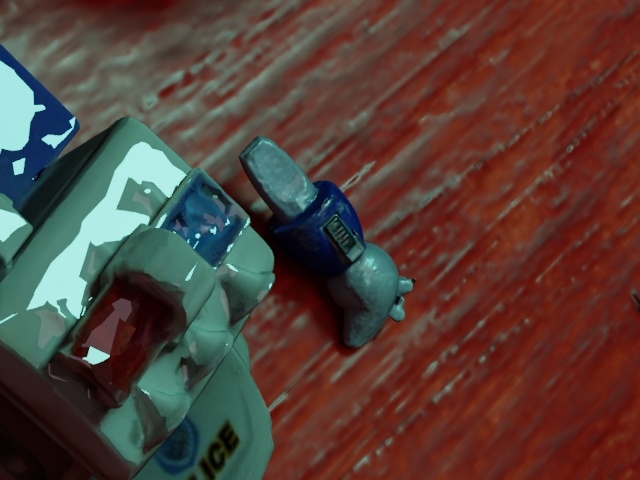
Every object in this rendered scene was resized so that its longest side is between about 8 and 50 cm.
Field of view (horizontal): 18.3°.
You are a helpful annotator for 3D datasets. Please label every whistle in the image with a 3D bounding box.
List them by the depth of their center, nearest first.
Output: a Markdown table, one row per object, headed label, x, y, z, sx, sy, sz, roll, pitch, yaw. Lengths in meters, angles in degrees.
| label | x | y | z | sx | sy | sz | roll | pitch | yaw |
| --- | --- | --- | --- | --- | --- | --- | --- | --- | --- |
| whistle | 0.000 | 0.000 | 0.667 | 0.033 | 0.029 | 0.083 | -48 | 112 | -21 |

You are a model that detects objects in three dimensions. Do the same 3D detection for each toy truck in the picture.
| label | x | y | z | sx | sy | sz | roll | pitch | yaw |
| --- | --- | --- | --- | --- | --- | --- | --- | --- | --- |
| toy truck | -0.101 | 0.010 | 0.492 | 0.213 | 0.177 | 0.161 | 44 | 53 | -16 |
